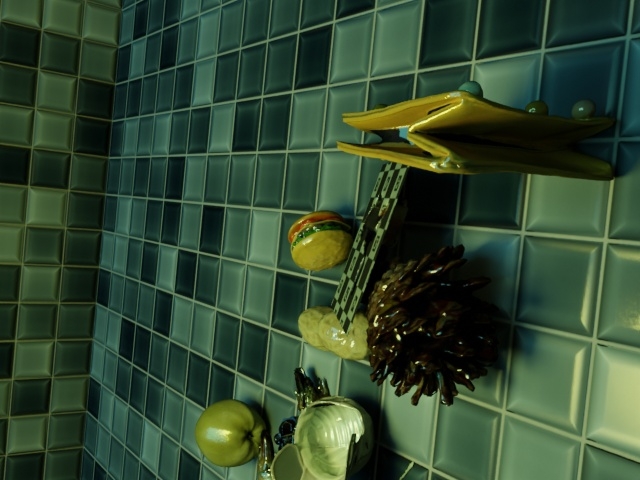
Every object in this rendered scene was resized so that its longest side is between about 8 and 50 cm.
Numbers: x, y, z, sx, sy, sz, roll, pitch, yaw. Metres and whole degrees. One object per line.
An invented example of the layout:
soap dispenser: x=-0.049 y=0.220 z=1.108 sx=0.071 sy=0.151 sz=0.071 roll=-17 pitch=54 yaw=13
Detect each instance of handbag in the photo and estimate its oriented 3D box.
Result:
handbag: x=0.254 y=-0.165 z=1.123 sx=0.283 sy=0.401 sz=0.133 roll=6 pitch=96 yaw=54

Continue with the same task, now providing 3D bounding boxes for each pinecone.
pinecone: x=0.204 y=0.155 z=1.279 sx=0.298 sy=0.242 sz=0.295 roll=68 pitch=-162 yaw=-72

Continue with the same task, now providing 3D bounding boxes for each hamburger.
hamburger: x=0.000 y=0.000 z=1.669 sx=0.162 sy=0.162 sz=0.115 roll=-48 pitch=49 yaw=41

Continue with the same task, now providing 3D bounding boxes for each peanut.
peanut: x=0.034 y=0.207 z=1.627 sx=0.257 sy=0.124 sz=0.123 roll=7 pitch=92 yaw=53

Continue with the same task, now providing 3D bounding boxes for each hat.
hat: x=0.026 y=0.482 z=1.539 sx=0.232 sy=0.161 sz=0.275 roll=-25 pitch=37 yaw=38

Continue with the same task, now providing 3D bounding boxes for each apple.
apple: x=-0.247 y=0.534 z=1.938 sx=0.200 sy=0.200 sz=0.200 roll=-8 pitch=80 yaw=54

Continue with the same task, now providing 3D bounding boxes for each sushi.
sushi: x=0.124 y=0.011 z=1.460 sx=0.343 sy=0.064 sz=0.359 roll=-140 pitch=70 yaw=-84

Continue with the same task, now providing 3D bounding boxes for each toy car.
toy car: x=-0.067 y=0.559 z=1.781 sx=0.103 sy=0.063 sz=0.216 roll=-28 pitch=54 yaw=45

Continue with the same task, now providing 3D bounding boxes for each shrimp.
shrimp: x=-0.067 y=0.500 z=1.714 sx=0.233 sy=0.071 sz=0.364 roll=-19 pitch=67 yaw=19

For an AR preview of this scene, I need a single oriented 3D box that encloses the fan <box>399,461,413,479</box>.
fan: x=0.132 y=0.588 z=1.545 sx=0.182 sy=0.010 sz=0.310 roll=54 pitch=129 yaw=42
